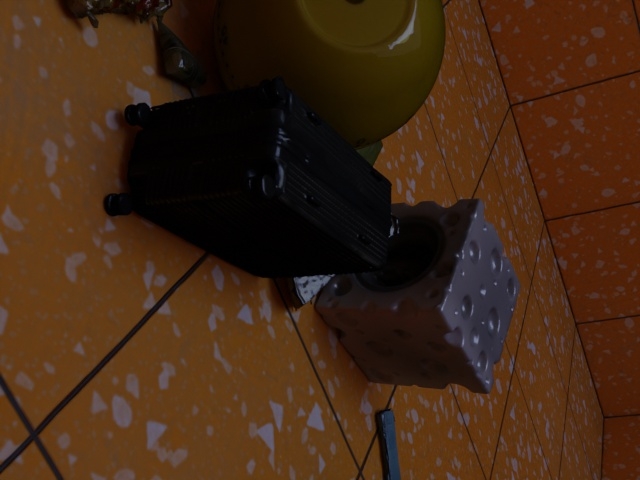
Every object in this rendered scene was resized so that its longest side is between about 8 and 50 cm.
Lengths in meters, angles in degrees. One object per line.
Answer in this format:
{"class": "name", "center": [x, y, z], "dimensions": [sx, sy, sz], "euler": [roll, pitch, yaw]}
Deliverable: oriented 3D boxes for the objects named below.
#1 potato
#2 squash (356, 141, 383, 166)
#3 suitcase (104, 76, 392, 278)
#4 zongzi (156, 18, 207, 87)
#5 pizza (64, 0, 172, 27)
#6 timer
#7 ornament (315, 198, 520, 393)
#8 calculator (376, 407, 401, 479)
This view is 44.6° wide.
{"class": "potato", "center": [0.000, 0.000, 1.261], "dimensions": [0.243, 0.098, 0.138], "euler": [-36, 93, -33]}
{"class": "squash", "center": [0.024, -0.184, 1.471], "dimensions": [0.237, 0.155, 0.204], "euler": [42, 7, -47]}
{"class": "suitcase", "center": [-0.070, -0.056, 1.002], "dimensions": [0.335, 0.229, 0.152], "euler": [34, 57, -55]}
{"class": "zongzi", "center": [-0.193, -0.254, 1.068], "dimensions": [0.083, 0.040, 0.076], "euler": [67, 16, 17]}
{"class": "pizza", "center": [-0.241, -0.335, 0.972], "dimensions": [0.199, 0.062, 0.188], "euler": [17, 66, -61]}
{"class": "timer", "center": [0.004, -0.296, 1.180], "dimensions": [0.387, 0.375, 0.377], "euler": [156, -76, -73]}
{"class": "ornament", "center": [0.178, 0.095, 1.359], "dimensions": [0.240, 0.239, 0.239], "euler": [55, 47, -37]}
{"class": "calculator", "center": [0.128, 0.396, 1.427], "dimensions": [0.057, 0.018, 0.172], "euler": [10, 71, -60]}
